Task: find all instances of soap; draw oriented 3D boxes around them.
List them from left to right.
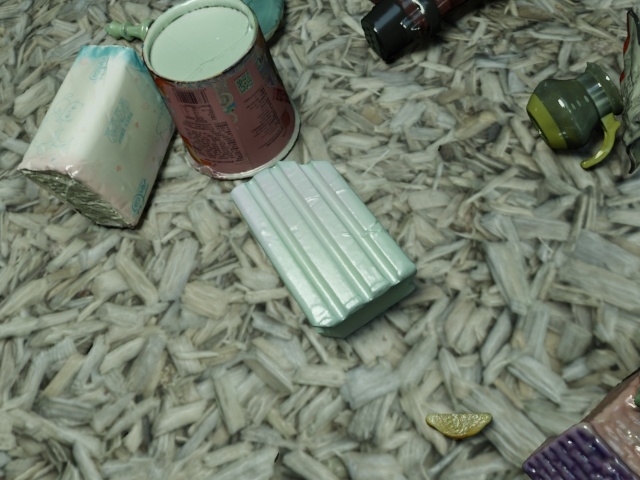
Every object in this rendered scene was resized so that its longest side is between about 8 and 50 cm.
[{"bbox_3d":[0.000,0.000,0.727,0.172,0.095,0.289,-33,65,-7],"label":"soap"}]

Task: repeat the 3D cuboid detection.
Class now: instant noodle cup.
[{"bbox_3d":[-0.175,-0.268,0.801,0.243,0.231,0.243,-4,64,7],"label":"instant noodle cup"}]

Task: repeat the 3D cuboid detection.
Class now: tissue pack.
[{"bbox_3d":[-0.373,-0.182,0.805,0.124,0.201,0.271,4,66,17],"label":"tissue pack"}]

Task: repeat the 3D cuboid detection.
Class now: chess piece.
[{"bbox_3d":[-0.435,-0.479,1.036,0.149,0.059,0.059,13,67,21],"label":"chess piece"}]

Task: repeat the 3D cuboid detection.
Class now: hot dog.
[{"bbox_3d":[0.190,0.254,0.618,0.090,0.030,0.034,-3,66,7],"label":"hot dog"}]

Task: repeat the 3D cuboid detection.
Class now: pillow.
[{"bbox_3d":[-0.183,-0.498,0.991,0.214,0.086,0.233,-12,62,8],"label":"pillow"}]

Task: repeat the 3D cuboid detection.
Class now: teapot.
[{"bbox_3d":[0.427,-0.205,0.749,0.119,0.130,0.166,-31,96,24],"label":"teapot"}]

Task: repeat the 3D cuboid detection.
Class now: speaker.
[{"bbox_3d":[0.208,-0.539,0.909,0.329,0.198,0.259,-32,78,2],"label":"speaker"}]

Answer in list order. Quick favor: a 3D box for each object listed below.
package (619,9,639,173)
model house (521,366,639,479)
[{"bbox_3d":[0.506,-0.233,0.722,0.040,0.166,0.232,0,60,27],"label":"package"},{"bbox_3d":[0.369,0.292,0.480,0.237,0.202,0.237,-35,65,-10],"label":"model house"}]
